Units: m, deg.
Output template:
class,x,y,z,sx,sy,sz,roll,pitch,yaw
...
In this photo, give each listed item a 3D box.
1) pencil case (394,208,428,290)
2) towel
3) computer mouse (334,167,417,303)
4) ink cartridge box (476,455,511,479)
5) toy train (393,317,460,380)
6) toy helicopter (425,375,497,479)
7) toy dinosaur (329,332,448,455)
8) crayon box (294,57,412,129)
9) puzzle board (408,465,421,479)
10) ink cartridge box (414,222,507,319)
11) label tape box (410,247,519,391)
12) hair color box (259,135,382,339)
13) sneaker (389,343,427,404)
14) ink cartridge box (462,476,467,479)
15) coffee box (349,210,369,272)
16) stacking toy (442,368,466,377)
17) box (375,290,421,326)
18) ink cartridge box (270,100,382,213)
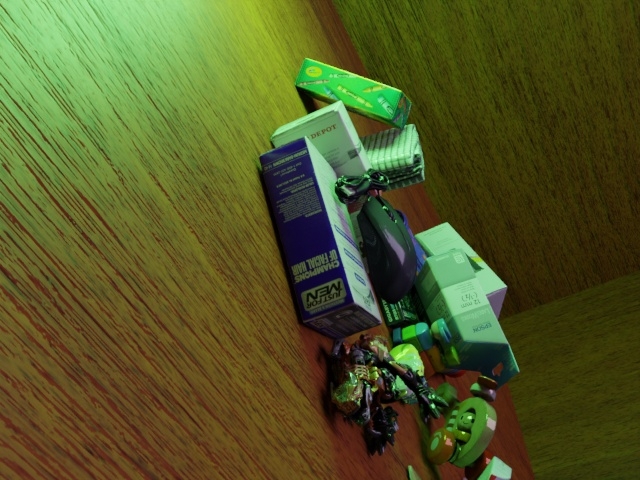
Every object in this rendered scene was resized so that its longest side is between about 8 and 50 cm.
class,x,y,z,sx,sy,sz,roll,pitch,yaw
pencil case,0.244,0.047,2.196,0.133,0.119,0.306,39,-14,52
towel,0.158,-0.200,2.040,0.283,0.235,0.121,-76,150,-65
computer mouse,0.129,-0.011,1.493,0.188,0.072,0.272,-21,95,-58
ink cartridge box,0.331,0.574,1.632,0.066,0.189,0.232,35,8,10
toy train,0.287,0.313,1.920,0.248,0.143,0.105,62,16,-21
toy helicopter,0.347,0.420,1.890,0.140,0.235,0.355,28,4,-9
toy dinosaur,0.105,0.246,1.391,0.218,0.164,0.322,50,39,-6
crayon box,0.091,-0.385,2.022,0.081,0.278,0.165,-69,164,5
puzzle board,0.206,0.539,1.566,0.128,0.011,0.096,-94,158,-49
ink cartridge box,0.413,0.131,2.347,0.306,0.131,0.226,52,-25,36
label tape box,0.363,0.229,1.997,0.249,0.115,0.347,102,-30,-65
hair color box,0.000,0.000,1.428,0.185,0.110,0.338,42,28,-64
sneaker,0.206,0.324,1.723,0.240,0.091,0.126,-58,125,-73
ink cartridge box,0.473,0.710,2.062,0.067,0.115,0.198,-87,152,-59
coffee box,0.072,-0.045,1.764,0.246,0.098,0.141,68,14,1
stacking toy,0.387,0.344,2.277,0.330,0.141,0.141,45,27,-64
box,0.198,0.147,2.030,0.220,0.051,0.175,28,41,-68
ink cartridge box,0.015,-0.162,1.612,0.217,0.159,0.092,63,17,-19
